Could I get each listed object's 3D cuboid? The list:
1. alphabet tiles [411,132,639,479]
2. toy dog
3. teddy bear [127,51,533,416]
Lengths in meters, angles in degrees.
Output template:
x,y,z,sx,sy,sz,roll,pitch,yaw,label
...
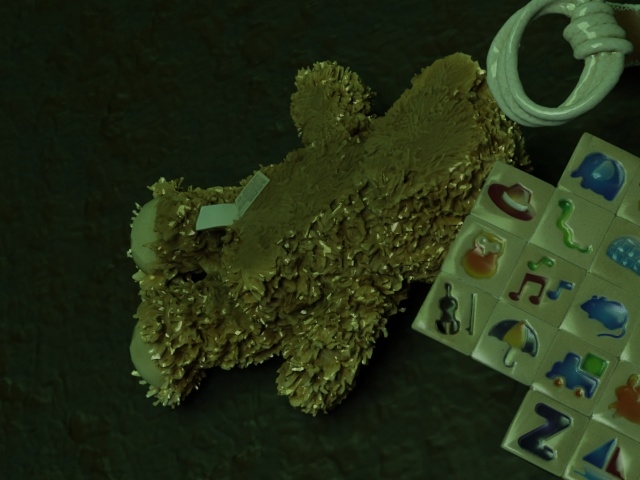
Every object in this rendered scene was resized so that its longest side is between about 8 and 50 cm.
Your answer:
x,y,z,sx,sy,sz,roll,pitch,yaw,label
0.185,0.054,1.032,0.237,0.009,0.198,26,78,8,alphabet tiles
0.217,-0.202,1.158,0.220,0.161,0.333,-10,69,13,toy dog
0.000,0.000,1.190,0.338,0.113,0.245,-36,45,17,teddy bear
